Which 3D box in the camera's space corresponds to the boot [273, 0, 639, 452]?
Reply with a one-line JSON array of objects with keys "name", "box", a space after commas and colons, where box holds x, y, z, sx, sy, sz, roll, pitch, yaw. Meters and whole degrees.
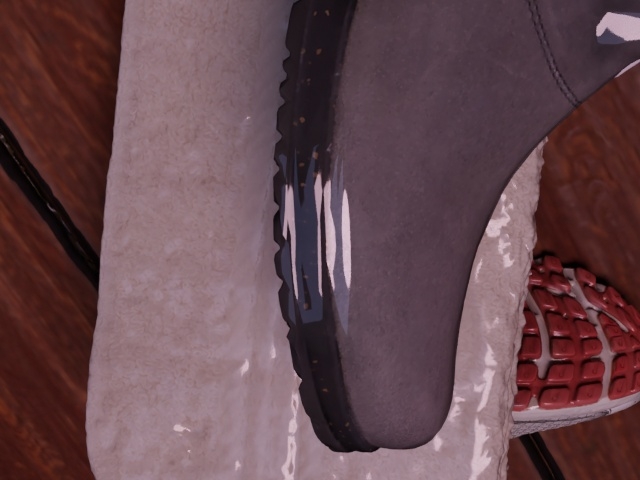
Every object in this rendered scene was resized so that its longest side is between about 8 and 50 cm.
[{"name": "boot", "box": [0.108, -0.078, 0.422, 0.223, 0.118, 0.338, 6, 100, 10]}]

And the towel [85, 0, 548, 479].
[{"name": "towel", "box": [0.000, 0.000, 0.536, 0.187, 0.049, 0.282, 8, 97, 9]}]

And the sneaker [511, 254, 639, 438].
[{"name": "sneaker", "box": [0.051, 0.066, 0.617, 0.225, 0.088, 0.093, -6, 144, 14]}]

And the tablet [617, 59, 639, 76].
[{"name": "tablet", "box": [0.139, -0.109, 0.520, 0.083, 0.006, 0.054, -34, 109, 29]}]
